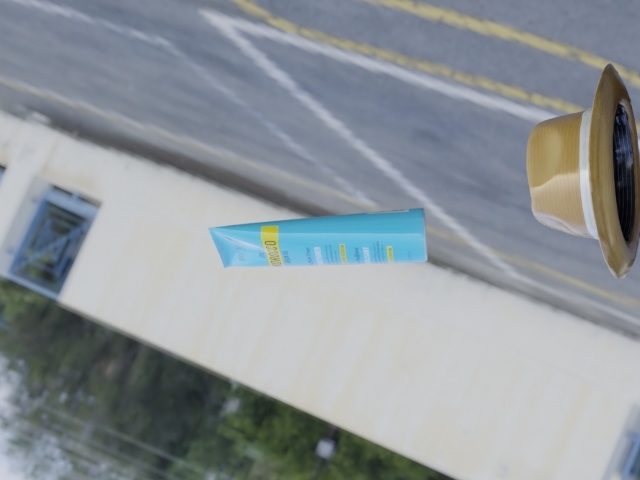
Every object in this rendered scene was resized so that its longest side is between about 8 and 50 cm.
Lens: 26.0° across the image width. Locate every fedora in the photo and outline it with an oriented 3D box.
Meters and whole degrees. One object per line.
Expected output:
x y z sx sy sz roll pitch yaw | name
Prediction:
0.222 -0.056 1.174 0.079 0.194 0.194 -4 163 21 | fedora

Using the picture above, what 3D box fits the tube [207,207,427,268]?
0.000 0.000 1.347 0.207 0.052 0.080 -3 145 7 | tube
